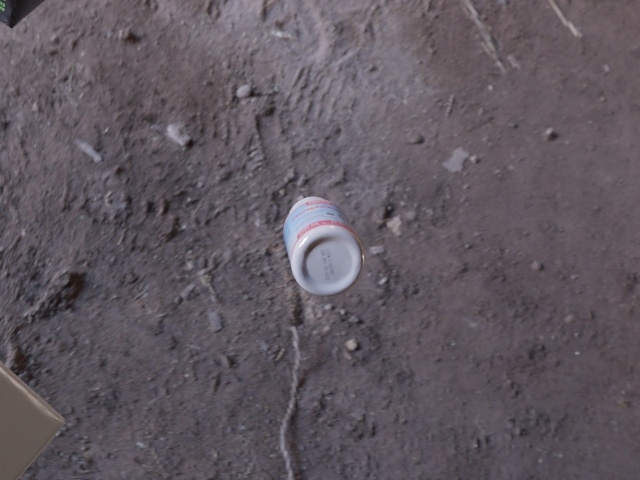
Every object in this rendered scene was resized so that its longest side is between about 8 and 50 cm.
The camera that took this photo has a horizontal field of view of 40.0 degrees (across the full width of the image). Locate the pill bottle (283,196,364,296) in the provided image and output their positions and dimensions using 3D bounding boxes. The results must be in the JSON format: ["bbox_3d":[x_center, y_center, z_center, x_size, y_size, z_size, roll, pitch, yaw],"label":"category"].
[{"bbox_3d":[0.000,0.000,1.077,0.087,0.160,0.087,-3,110,-7],"label":"pill bottle"}]

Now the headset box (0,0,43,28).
[{"bbox_3d":[-0.201,-0.340,0.682,0.131,0.283,0.246,35,55,-4],"label":"headset box"}]

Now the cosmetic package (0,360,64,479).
[{"bbox_3d":[-0.569,0.165,0.938,0.327,0.330,0.393,-52,146,-22],"label":"cosmetic package"}]
